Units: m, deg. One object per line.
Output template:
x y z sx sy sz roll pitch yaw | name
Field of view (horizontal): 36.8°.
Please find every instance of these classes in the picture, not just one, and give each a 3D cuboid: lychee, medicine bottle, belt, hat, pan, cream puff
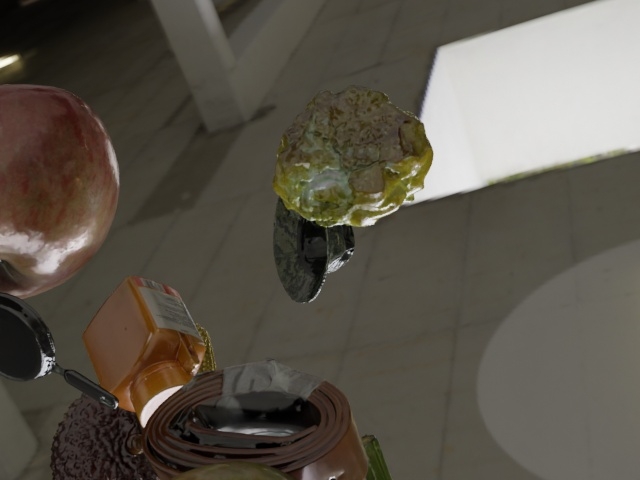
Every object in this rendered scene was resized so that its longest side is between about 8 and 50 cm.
-0.343 0.384 1.710 0.275 0.276 0.304 -38 176 -31 | lychee
-0.258 0.177 1.456 0.149 0.112 0.222 -50 -135 16 | medicine bottle
-0.076 0.238 1.131 0.261 0.105 0.184 -1 -141 28 | belt
0.000 0.000 2.063 0.128 0.266 0.265 -3 -167 -32 | hat
-0.370 0.158 1.271 0.136 0.235 0.028 -59 178 36 | pan
0.056 -0.128 1.670 0.281 0.185 0.282 -3 -115 6 | cream puff

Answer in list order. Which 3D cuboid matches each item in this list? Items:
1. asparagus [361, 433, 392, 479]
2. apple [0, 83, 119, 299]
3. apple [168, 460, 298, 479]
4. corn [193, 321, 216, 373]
0.096 0.382 1.475 0.041 0.178 0.045 -26 -168 -25 | asparagus
-0.442 -0.054 1.312 0.344 0.269 0.345 -11 174 -1 | apple
-0.090 0.352 0.940 0.234 0.257 0.257 -58 -179 36 | apple
-0.304 0.390 2.323 0.144 0.144 0.387 -13 -111 18 | corn
